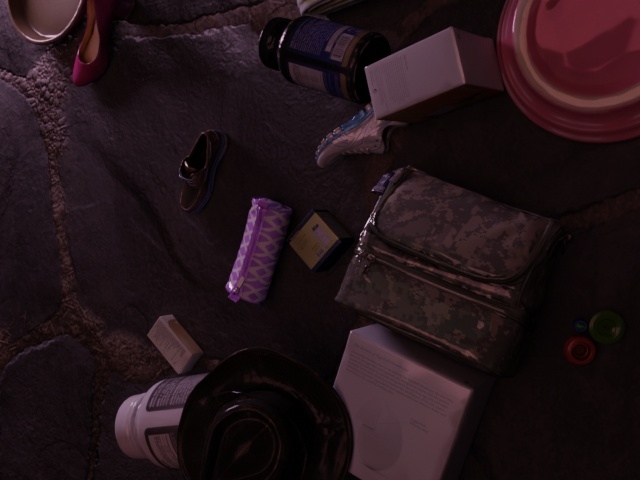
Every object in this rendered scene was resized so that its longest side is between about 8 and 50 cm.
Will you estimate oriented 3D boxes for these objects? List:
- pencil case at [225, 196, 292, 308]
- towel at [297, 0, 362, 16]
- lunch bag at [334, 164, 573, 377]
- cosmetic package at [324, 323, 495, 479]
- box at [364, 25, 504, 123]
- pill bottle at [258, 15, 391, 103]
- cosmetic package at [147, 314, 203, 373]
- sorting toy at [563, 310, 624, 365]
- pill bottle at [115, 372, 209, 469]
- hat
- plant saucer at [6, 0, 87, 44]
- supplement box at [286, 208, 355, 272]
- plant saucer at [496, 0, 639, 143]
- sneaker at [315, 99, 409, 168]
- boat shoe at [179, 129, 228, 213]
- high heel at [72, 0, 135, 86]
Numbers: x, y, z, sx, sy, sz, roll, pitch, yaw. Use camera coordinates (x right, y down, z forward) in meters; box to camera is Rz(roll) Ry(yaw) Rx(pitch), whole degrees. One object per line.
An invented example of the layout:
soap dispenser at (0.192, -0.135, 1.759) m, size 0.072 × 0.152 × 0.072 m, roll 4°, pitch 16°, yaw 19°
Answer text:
pencil case at (-0.121, 0.019, 1.375) m, size 0.086 × 0.088 × 0.206 m, roll 23°, pitch 101°, yaw 29°
towel at (0.075, -0.600, 1.238) m, size 0.320 × 0.090 × 0.375 m, roll -9°, pitch 87°, yaw 32°
lunch bag at (0.203, 0.042, 1.131) m, size 0.305 × 0.212 × 0.256 m, roll 23°, pitch 86°, yaw 27°
cosmetic package at (0.138, 0.285, 1.204) m, size 0.224 × 0.138 × 0.225 m, roll 24°, pitch 104°, yaw 27°
box at (0.181, -0.257, 1.154) m, size 0.170 × 0.130 × 0.091 m, roll -16°, pitch 83°, yaw 41°
pill bottle at (0.003, -0.325, 1.273) m, size 0.219 × 0.122 × 0.123 m, roll 24°, pitch 103°, yaw 29°
cosmetic package at (-0.303, 0.216, 1.511) m, size 0.115 × 0.041 × 0.060 m, roll 47°, pitch 112°, yaw 20°
sorting toy at (0.411, 0.143, 1.106) m, size 0.102 × 0.042 × 0.061 m, roll -45°, pitch 86°, yaw 11°
pill bottle at (-0.240, 0.349, 1.401) m, size 0.318 × 0.176 × 0.177 m, roll -13°, pitch 85°, yaw 29°
hat at (-0.116, 0.347, 1.172) m, size 0.331 × 0.134 × 0.332 m, roll 1°, pitch 95°, yaw 17°
plant saucer at (-0.623, -0.590, 1.674) m, size 0.277 × 0.041 × 0.278 m, roll 1°, pitch 93°, yaw 30°
supplement box at (0.000, 0.000, 1.322) m, size 0.083 × 0.056 × 0.083 m, roll 49°, pitch 113°, yaw 19°
plant saucer at (0.416, -0.310, 1.061) m, size 0.332 × 0.084 × 0.333 m, roll 1°, pitch 93°, yaw 30°
sneaker at (0.073, -0.175, 1.271) m, size 0.190 × 0.071 × 0.083 m, roll -37°, pitch 79°, yaw 26°
boat shoe at (-0.251, -0.140, 1.456) m, size 0.066 × 0.066 × 0.183 m, roll 28°, pitch 105°, yaw 26°
high heel at (-0.501, -0.441, 1.562) m, size 0.244 × 0.117 × 0.082 m, roll -47°, pitch 70°, yaw 22°
